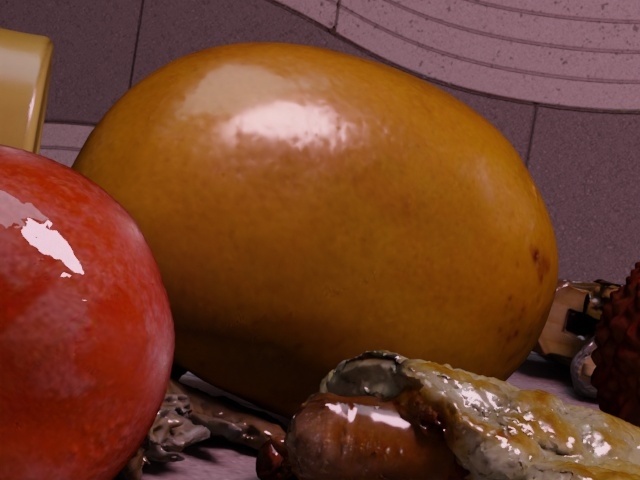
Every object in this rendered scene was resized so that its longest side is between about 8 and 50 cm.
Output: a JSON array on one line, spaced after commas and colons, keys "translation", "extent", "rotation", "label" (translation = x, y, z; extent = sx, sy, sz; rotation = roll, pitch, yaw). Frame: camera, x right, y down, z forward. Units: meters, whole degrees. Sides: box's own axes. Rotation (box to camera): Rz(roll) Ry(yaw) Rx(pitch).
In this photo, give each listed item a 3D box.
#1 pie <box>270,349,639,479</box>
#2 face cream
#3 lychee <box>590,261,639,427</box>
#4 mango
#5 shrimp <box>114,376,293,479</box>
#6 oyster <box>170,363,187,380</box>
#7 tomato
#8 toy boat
[{"translation": [0.125, 0.143, 0.808], "extent": [0.274, 0.105, 0.257], "rotation": [11, -4, 20], "label": "pie"}, {"translation": [-0.349, -0.094, 1.144], "extent": [0.179, 0.218, 0.218], "rotation": [10, 4, -11], "label": "face cream"}, {"translation": [0.350, 0.089, 0.933], "extent": [0.300, 0.264, 0.264], "rotation": [11, 4, 42], "label": "lychee"}, {"translation": [0.000, 0.000, 0.998], "extent": [0.446, 0.300, 0.232], "rotation": [11, -4, -36], "label": "mango"}, {"translation": [-0.076, 0.133, 0.853], "extent": [0.173, 0.058, 0.253], "rotation": [18, 0, -4], "label": "shrimp"}, {"translation": [-0.177, 0.033, 1.065], "extent": [0.341, 0.166, 0.110], "rotation": [37, 19, -24], "label": "oyster"}, {"translation": [-0.179, 0.049, 0.652], "extent": [0.208, 0.208, 0.184], "rotation": [9, 13, -3], "label": "tomato"}, {"translation": [0.307, 0.108, 1.562], "extent": [0.162, 0.136, 0.445], "rotation": [14, 0, 1], "label": "toy boat"}]
